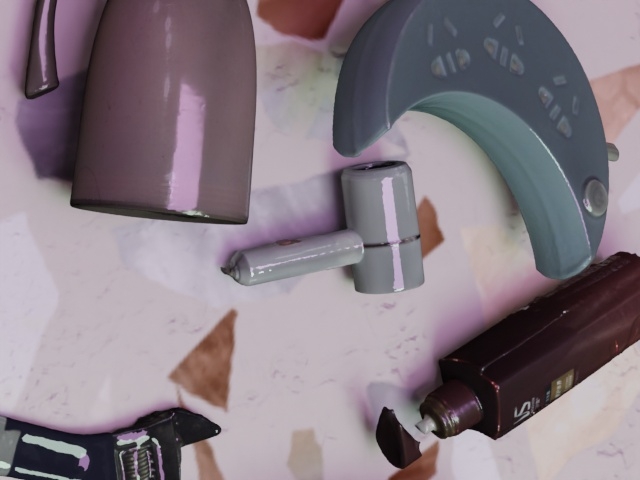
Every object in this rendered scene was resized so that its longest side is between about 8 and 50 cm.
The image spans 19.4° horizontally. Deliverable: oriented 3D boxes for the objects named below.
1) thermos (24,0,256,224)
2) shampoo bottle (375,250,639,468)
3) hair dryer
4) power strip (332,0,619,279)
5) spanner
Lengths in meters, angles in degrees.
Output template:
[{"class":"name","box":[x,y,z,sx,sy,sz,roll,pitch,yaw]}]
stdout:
[{"class":"thermos","box":[-0.102,-0.111,1.100,0.137,0.105,0.193,5,89,-1]},{"class":"shampoo bottle","box":[0.137,0.083,1.280,0.236,0.067,0.068,-31,120,-25]},{"class":"hair dryer","box":[0.000,0.000,1.204,0.137,0.047,0.082,-13,101,-23]},{"class":"power strip","box":[0.116,-0.081,1.230,0.253,0.054,0.167,26,65,-38]},{"class":"spanner","box":[-0.190,0.116,1.111,0.316,0.024,0.087,18,84,-31]}]
